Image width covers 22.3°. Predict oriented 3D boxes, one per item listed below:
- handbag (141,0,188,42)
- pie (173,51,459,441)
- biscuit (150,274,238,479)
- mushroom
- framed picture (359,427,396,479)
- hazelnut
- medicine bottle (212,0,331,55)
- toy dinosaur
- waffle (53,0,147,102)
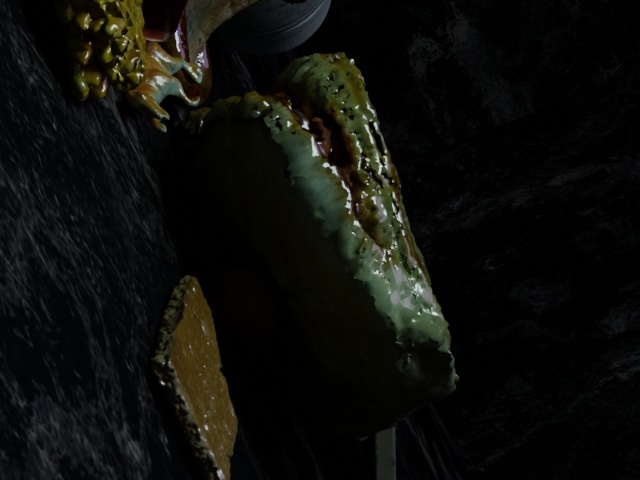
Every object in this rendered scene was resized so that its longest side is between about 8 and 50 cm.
[{"bbox_3d":[-0.203,-0.354,1.650,0.171,0.151,0.298,-102,168,-61],"label":"handbag"},{"bbox_3d":[0.013,0.020,1.720,0.418,0.180,0.395,67,-20,-3],"label":"pie"},{"bbox_3d":[-0.109,0.123,1.453,0.237,0.026,0.131,-90,159,-73],"label":"biscuit"},{"bbox_3d":[-0.112,-0.284,1.851,0.148,0.217,0.227,3,65,-82],"label":"mushroom"},{"bbox_3d":[0.066,0.165,2.048,0.326,0.028,0.446,-98,-175,-67],"label":"framed picture"},{"bbox_3d":[-0.077,0.068,1.646,0.086,0.086,0.086,-21,90,-83],"label":"hazelnut"},{"bbox_3d":[-0.095,-0.394,2.212,0.306,0.245,0.245,69,1,-77],"label":"medicine bottle"},{"bbox_3d":[-0.197,-0.193,1.690,0.212,0.057,0.142,52,19,18],"label":"toy dinosaur"},{"bbox_3d":[-0.200,-0.229,1.475,0.193,0.070,0.197,-92,177,-79],"label":"waffle"}]
